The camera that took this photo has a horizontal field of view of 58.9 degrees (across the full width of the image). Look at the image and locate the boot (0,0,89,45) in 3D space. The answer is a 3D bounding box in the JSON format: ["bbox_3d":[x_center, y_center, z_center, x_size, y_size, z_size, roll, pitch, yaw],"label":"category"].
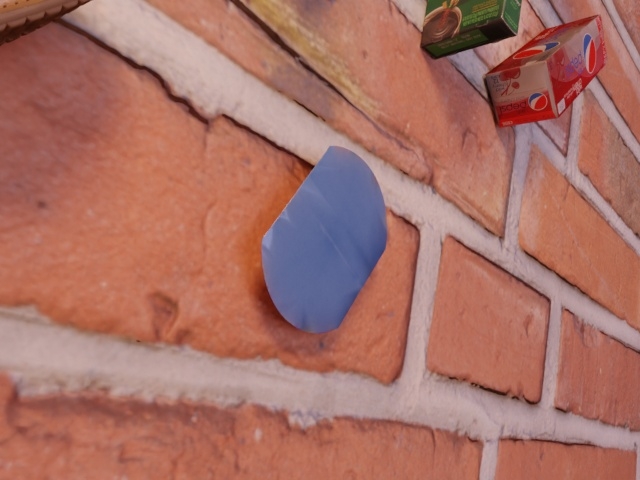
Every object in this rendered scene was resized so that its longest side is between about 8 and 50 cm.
[{"bbox_3d":[-0.221,-0.180,0.242,0.248,0.090,0.207,-37,118,-37],"label":"boot"}]

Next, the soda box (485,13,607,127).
[{"bbox_3d":[0.349,-0.260,0.859,0.263,0.092,0.083,-39,116,-40],"label":"soda box"}]

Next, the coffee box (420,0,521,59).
[{"bbox_3d":[0.184,-0.315,0.670,0.040,0.113,0.184,24,73,-41],"label":"coffee box"}]

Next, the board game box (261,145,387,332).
[{"bbox_3d":[0.000,0.000,0.522,0.168,0.033,0.133,-56,132,-26],"label":"board game box"}]
